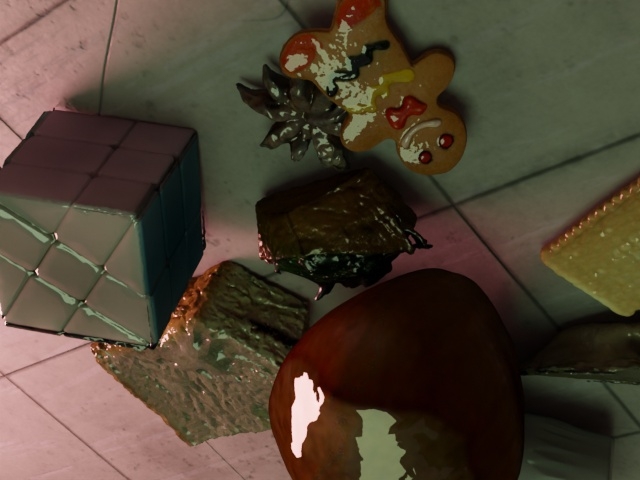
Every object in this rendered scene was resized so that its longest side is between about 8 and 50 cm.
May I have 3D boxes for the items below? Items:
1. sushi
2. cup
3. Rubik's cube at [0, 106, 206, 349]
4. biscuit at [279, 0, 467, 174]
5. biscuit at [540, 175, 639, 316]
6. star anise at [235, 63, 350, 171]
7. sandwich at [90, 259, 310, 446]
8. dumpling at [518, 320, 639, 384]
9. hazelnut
[{"bbox_3d":[0.000,-0.001,1.586,0.287,0.149,0.140,-16,114,33],"label":"sushi"},{"bbox_3d":[0.242,0.367,1.808,0.372,0.253,0.253,4,135,14],"label":"cup"},{"bbox_3d":[-0.295,-0.020,1.618,0.221,0.224,0.231,8,128,11],"label":"Rubik's cube"},{"bbox_3d":[0.081,-0.172,1.415,0.165,0.036,0.250,-37,112,14],"label":"biscuit"},{"bbox_3d":[0.407,-0.002,1.513,0.160,0.030,0.250,33,137,-12],"label":"biscuit"},{"bbox_3d":[-0.014,-0.153,1.502,0.182,0.065,0.195,-13,130,32],"label":"star anise"},{"bbox_3d":[-0.151,0.179,1.854,0.325,0.131,0.262,-20,122,35],"label":"sandwich"},{"bbox_3d":[0.383,0.151,1.643,0.332,0.086,0.166,-6,164,27],"label":"dumpling"},{"bbox_3d":[0.110,0.220,1.567,0.366,0.366,0.365,11,137,11],"label":"hazelnut"}]
